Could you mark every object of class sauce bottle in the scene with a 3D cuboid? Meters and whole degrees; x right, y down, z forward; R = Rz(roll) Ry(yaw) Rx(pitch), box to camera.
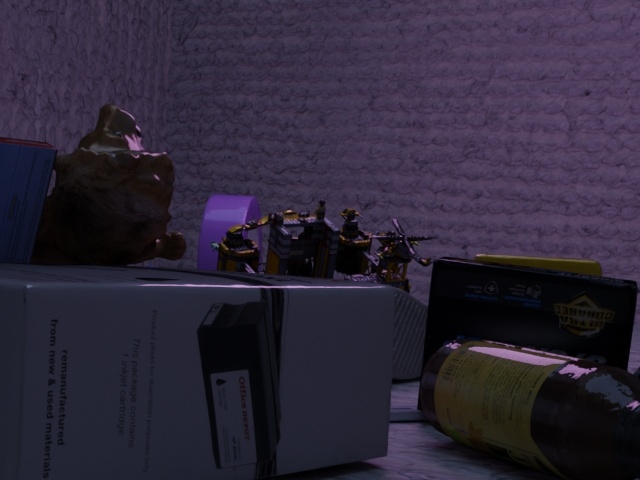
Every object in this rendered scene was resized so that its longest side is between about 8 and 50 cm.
[{"bbox_3d":[0.220,0.158,0.972,0.111,0.111,0.344,3,1,-26],"label":"sauce bottle"}]

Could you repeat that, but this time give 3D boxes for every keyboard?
[{"bbox_3d":[0.101,0.199,1.260,0.256,0.014,0.072,4,-5,-27],"label":"keyboard"}]

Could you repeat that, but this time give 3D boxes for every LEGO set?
[{"bbox_3d":[0.000,0.000,1.746,0.331,0.192,0.255,-1,25,-20],"label":"LEGO set"}]

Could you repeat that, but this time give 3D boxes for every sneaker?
[{"bbox_3d":[0.091,0.146,1.637,0.150,0.135,0.366,-6,-13,33],"label":"sneaker"}]

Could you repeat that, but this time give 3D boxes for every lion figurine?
[{"bbox_3d":[-0.301,0.000,1.153,0.392,0.142,0.240,-26,-8,19],"label":"lion figurine"}]

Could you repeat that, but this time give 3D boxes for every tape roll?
[{"bbox_3d":[-0.185,0.043,2.252,0.090,0.274,0.275,2,0,6],"label":"tape roll"}]

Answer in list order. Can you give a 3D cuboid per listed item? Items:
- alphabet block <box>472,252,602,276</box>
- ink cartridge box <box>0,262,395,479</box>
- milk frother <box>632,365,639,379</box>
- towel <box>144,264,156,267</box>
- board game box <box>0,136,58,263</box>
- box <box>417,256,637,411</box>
[{"bbox_3d":[0.326,0.119,1.662,0.192,0.193,0.197,2,0,11],"label":"alphabet block"},{"bbox_3d":[-0.165,0.106,0.930,0.285,0.166,0.395,4,0,42],"label":"ink cartridge box"},{"bbox_3d":[0.359,0.168,1.029,0.135,0.129,0.143,2,21,38],"label":"milk frother"},{"bbox_3d":[-0.321,0.107,1.730,0.243,0.040,0.336,-26,11,-21],"label":"towel"},{"bbox_3d":[-0.334,0.041,0.976,0.027,0.281,0.145,26,15,39],"label":"board game box"},{"bbox_3d":[0.225,0.117,1.194,0.220,0.175,0.051,8,5,18],"label":"box"}]
